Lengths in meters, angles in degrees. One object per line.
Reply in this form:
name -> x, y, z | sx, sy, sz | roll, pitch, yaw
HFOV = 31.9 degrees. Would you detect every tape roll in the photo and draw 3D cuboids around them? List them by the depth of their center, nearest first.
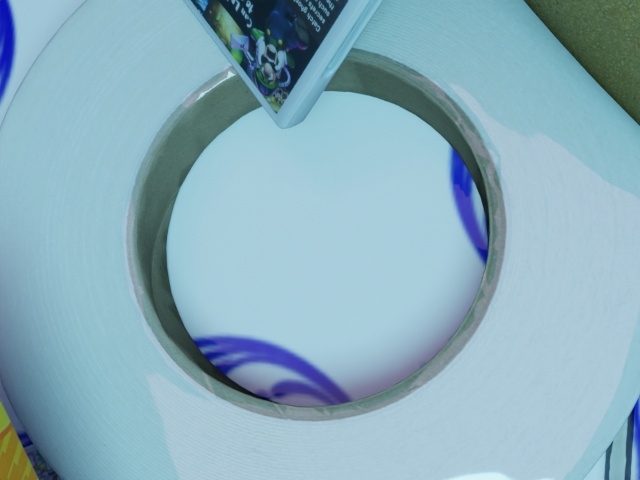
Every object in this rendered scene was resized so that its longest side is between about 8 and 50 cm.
tape roll -> 0.000, 0.000, 0.638 | 0.392, 0.072, 0.392 | -1, 79, 7

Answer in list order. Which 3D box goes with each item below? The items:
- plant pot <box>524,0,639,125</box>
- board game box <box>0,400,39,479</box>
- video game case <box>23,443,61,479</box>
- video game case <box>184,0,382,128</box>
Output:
plant pot -> 0.167, -0.178, 0.525 | 0.237, 0.237, 0.254 | -26, 102, 2
board game box -> -0.292, 0.275, 0.395 | 0.356, 0.356, 0.356 | -21, 96, 20
video game case -> -0.173, 0.187, 0.657 | 0.087, 0.011, 0.122 | -21, 78, 3
video game case -> -0.034, -0.180, 0.566 | 0.022, 0.173, 0.190 | -26, 73, -39
